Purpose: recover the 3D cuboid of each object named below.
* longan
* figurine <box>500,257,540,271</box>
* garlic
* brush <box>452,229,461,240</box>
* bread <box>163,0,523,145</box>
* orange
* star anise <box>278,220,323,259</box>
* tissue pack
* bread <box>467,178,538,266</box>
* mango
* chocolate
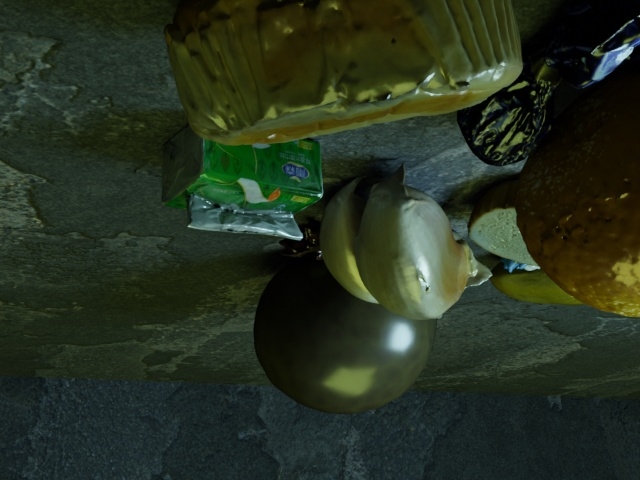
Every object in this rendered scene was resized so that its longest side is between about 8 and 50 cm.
[{"bbox_3d":[0.053,0.193,1.966,0.405,0.336,0.404,5,125,7],"label":"longan"},{"bbox_3d":[0.419,0.031,1.905,0.114,0.079,0.114,-34,-168,8],"label":"figurine"},{"bbox_3d":[0.134,0.015,1.622,0.249,0.286,0.313,-48,140,10],"label":"garlic"},{"bbox_3d":[0.203,-0.035,1.754,0.042,0.039,0.299,-11,158,27],"label":"brush"},{"bbox_3d":[0.025,-0.221,1.021,0.389,0.183,0.236,-10,177,2],"label":"bread"},{"bbox_3d":[0.441,-0.057,1.242,0.293,0.340,0.341,34,148,-18],"label":"orange"},{"bbox_3d":[-0.001,0.000,1.807,0.168,0.057,0.168,-11,164,-3],"label":"star anise"},{"bbox_3d":[-0.121,-0.078,1.409,0.209,0.156,0.148,9,160,-33],"label":"tissue pack"},{"bbox_3d":[0.384,-0.029,1.661,0.236,0.070,0.236,16,157,7],"label":"bread"},{"bbox_3d":[0.539,0.070,1.962,0.332,0.142,0.195,-10,163,44],"label":"mango"},{"bbox_3d":[0.298,-0.218,1.131,0.148,0.126,0.343,-37,176,-30],"label":"chocolate"}]
